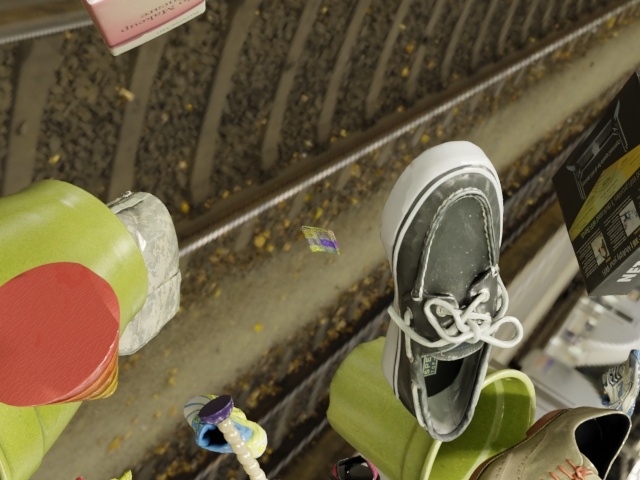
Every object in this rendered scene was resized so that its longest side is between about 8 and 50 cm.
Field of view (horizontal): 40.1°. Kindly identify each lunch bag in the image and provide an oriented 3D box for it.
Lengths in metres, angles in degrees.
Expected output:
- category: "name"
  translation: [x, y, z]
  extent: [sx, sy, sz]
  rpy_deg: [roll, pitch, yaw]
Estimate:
- category: "lunch bag"
  translation: [-0.404, 0.051, 1.719]
  extent: [0.305, 0.212, 0.256]
  rpy_deg: [-46, 144, -71]

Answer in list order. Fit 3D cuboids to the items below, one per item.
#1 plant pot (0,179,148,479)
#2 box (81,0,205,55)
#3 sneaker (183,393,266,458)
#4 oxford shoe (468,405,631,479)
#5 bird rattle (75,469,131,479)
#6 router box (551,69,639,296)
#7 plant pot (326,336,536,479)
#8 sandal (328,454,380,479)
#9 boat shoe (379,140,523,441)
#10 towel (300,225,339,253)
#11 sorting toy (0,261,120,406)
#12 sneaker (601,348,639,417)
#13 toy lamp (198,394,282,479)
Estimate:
- category: "plant pot"
  translation: [-0.420, 0.102, 1.131]
  extent: [0.353, 0.366, 0.366]
  rpy_deg: [-49, 161, -44]
- category: "box"
  translation: [-0.233, -0.339, 1.081]
  extent: [0.149, 0.127, 0.232]
  rpy_deg: [-29, -179, -7]
- category: "sneaker"
  translation: [-0.223, 0.369, 1.782]
  extent: [0.126, 0.240, 0.091]
  rpy_deg: [21, 84, -49]
- category: "oxford shoe"
  translation: [0.311, 0.335, 1.225]
  extent: [0.348, 0.123, 0.130]
  rpy_deg: [-37, -179, -37]
- category: "bird rattle"
  translation: [-0.346, 0.471, 1.419]
  extent: [0.143, 0.207, 0.253]
  rpy_deg: [-33, 178, -12]
- category: "router box"
  translation: [0.501, -0.084, 1.413]
  extent: [0.309, 0.081, 0.243]
  rpy_deg: [113, -27, -58]
- category: "plant pot"
  translation: [0.157, 0.282, 1.394]
  extent: [0.276, 0.254, 0.276]
  rpy_deg: [-22, 123, -38]
- category: "sandal"
  translation: [0.044, 0.299, 1.107]
  extent: [0.179, 0.067, 0.040]
  rpy_deg: [96, -9, -89]
- category: "boat shoe"
  translation: [0.112, 0.060, 0.768]
  extent: [0.113, 0.105, 0.306]
  rpy_deg: [-9, 132, -19]
- category: "towel"
  translation: [0.000, 0.000, 1.572]
  extent: [0.083, 0.060, 0.009]
  rpy_deg: [68, 35, -56]
- category: "sorting toy"
  translation: [-0.273, 0.188, 0.672]
  extent: [0.365, 0.127, 0.126]
  rpy_deg: [-50, 152, -16]
- category: "sneaker"
  translation: [0.455, 0.215, 1.329]
  extent: [0.052, 0.058, 0.135]
  rpy_deg: [-54, 151, -45]
- category: "toy lamp"
  translation: [-0.134, 0.421, 1.659]
  extent: [0.080, 0.274, 0.080]
  rpy_deg: [-24, -164, 7]
